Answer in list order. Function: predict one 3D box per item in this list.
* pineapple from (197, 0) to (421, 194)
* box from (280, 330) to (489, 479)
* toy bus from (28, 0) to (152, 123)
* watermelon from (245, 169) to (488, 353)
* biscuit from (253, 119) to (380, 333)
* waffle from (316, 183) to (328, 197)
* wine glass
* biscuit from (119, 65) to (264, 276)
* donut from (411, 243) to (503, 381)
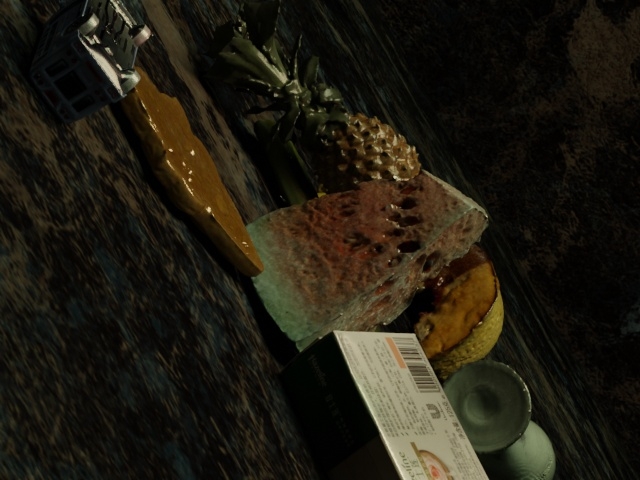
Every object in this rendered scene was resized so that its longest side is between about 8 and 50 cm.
[{"bbox_3d":[-0.008,-0.150,2.108,0.277,0.130,0.119,43,15,-12],"label":"pineapple"},{"bbox_3d":[0.065,0.183,1.724,0.135,0.081,0.199,6,49,-51],"label":"box"},{"bbox_3d":[-0.197,-0.164,1.580,0.073,0.076,0.167,54,14,-21],"label":"toy bus"},{"bbox_3d":[0.050,0.010,1.815,0.154,0.241,0.094,59,-7,29],"label":"watermelon"},{"bbox_3d":[0.000,0.000,2.127,0.322,0.038,0.099,65,9,27],"label":"biscuit"},{"bbox_3d":[0.050,0.002,2.335,0.191,0.038,0.191,56,11,-17],"label":"waffle"},{"bbox_3d":[0.229,0.284,1.984,0.264,0.096,0.309,64,3,22],"label":"wine glass"},{"bbox_3d":[-0.127,-0.068,1.743,0.250,0.035,0.162,56,16,-12],"label":"biscuit"},{"bbox_3d":[0.176,0.090,2.460,0.217,0.141,0.085,-100,164,-50],"label":"donut"}]
